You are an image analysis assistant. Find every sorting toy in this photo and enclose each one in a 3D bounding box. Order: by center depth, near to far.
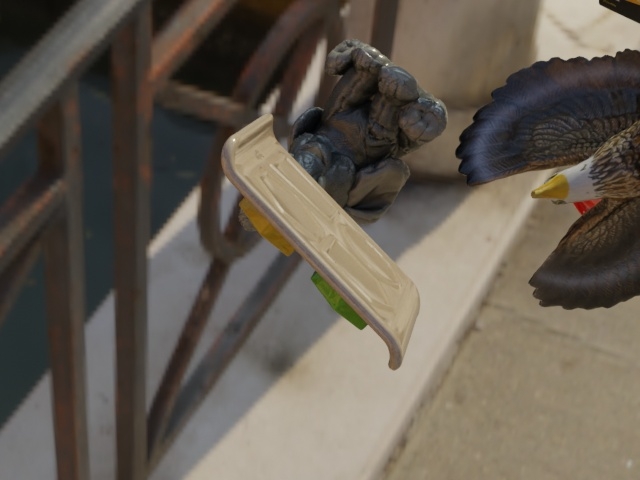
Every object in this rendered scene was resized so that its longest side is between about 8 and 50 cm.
[{"bbox_3d":[0.000,0.000,1.331,0.208,0.038,0.193,51,12,-3],"label":"sorting toy"}]

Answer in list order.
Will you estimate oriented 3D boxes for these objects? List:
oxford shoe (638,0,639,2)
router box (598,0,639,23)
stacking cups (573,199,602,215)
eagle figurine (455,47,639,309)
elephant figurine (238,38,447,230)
[{"bbox_3d":[0.316,-0.377,1.842,0.449,0.130,0.169,33,50,-20],"label":"oxford shoe"},{"bbox_3d":[0.419,-0.323,2.105,0.046,0.133,0.179,-24,38,-28],"label":"router box"},{"bbox_3d":[0.384,-0.125,1.712,0.316,0.096,0.096,-42,59,0],"label":"stacking cups"},{"bbox_3d":[0.275,-0.065,1.591,0.225,0.298,0.226,16,78,-15],"label":"eagle figurine"},{"bbox_3d":[0.018,-0.094,1.929,0.239,0.186,0.169,-53,30,3],"label":"elephant figurine"}]
